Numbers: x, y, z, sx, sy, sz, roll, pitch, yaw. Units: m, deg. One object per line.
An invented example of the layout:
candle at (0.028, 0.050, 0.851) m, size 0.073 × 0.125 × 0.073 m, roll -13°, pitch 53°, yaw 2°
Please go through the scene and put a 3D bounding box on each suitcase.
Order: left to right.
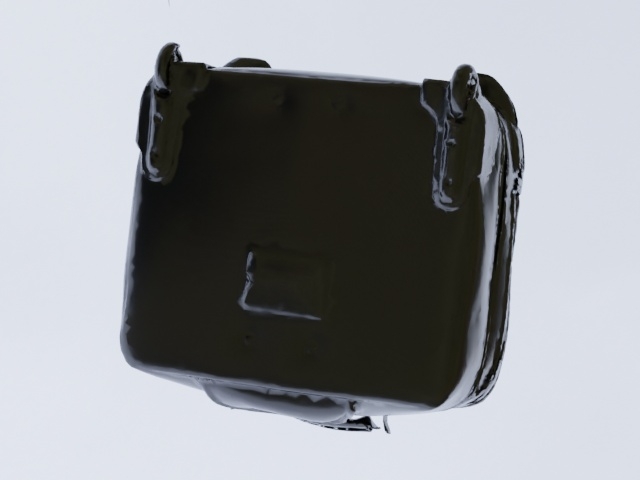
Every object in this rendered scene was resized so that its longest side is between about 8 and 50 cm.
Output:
suitcase at (0.000, 0.000, 1.650) m, size 0.188 × 0.345 × 0.339 m, roll 14°, pitch -97°, yaw -71°

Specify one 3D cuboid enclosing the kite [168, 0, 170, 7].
kite at (-0.070, -0.284, 1.260) m, size 0.015 × 0.141 × 0.245 m, roll 14°, pitch -103°, yaw -22°
